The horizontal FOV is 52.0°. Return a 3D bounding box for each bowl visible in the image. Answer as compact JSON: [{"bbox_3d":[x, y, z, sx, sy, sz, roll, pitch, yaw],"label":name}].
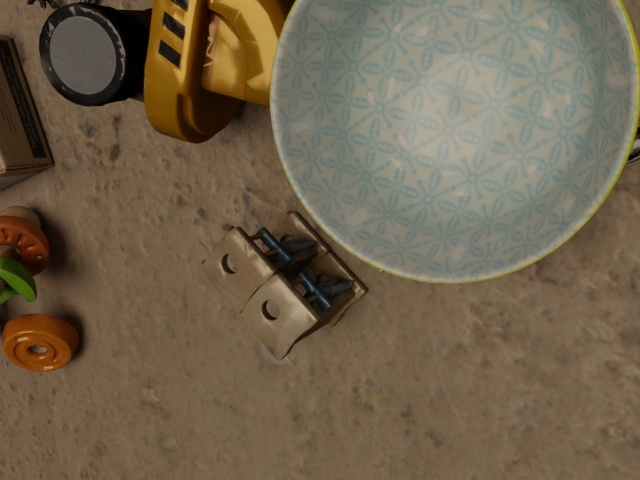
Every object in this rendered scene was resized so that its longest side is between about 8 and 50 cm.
[{"bbox_3d":[0.119,-0.121,0.569,0.290,0.156,0.289,8,109,24],"label":"bowl"}]

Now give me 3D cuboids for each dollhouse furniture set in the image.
[{"bbox_3d":[0.000,0.000,0.669,0.129,0.129,0.183,47,116,12],"label":"dollhouse furniture set"}]

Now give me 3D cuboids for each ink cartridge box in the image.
[{"bbox_3d":[-0.507,-0.154,0.913,0.235,0.088,0.193,-17,92,27],"label":"ink cartridge box"}]

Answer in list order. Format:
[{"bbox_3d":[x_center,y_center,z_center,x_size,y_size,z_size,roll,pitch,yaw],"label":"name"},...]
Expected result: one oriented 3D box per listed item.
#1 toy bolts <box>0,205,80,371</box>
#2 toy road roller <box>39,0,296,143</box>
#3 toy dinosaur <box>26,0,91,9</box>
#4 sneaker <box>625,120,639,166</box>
[{"bbox_3d":[-0.457,0.075,0.921,0.229,0.158,0.218,-17,132,9],"label":"toy bolts"},{"bbox_3d":[-0.103,-0.259,0.645,0.241,0.202,0.329,18,112,10],"label":"toy road roller"},{"bbox_3d":[-0.304,-0.334,0.800,0.268,0.064,0.118,30,116,30],"label":"toy dinosaur"},{"bbox_3d":[0.288,-0.096,0.565,0.032,0.037,0.083,43,112,16],"label":"sneaker"}]
